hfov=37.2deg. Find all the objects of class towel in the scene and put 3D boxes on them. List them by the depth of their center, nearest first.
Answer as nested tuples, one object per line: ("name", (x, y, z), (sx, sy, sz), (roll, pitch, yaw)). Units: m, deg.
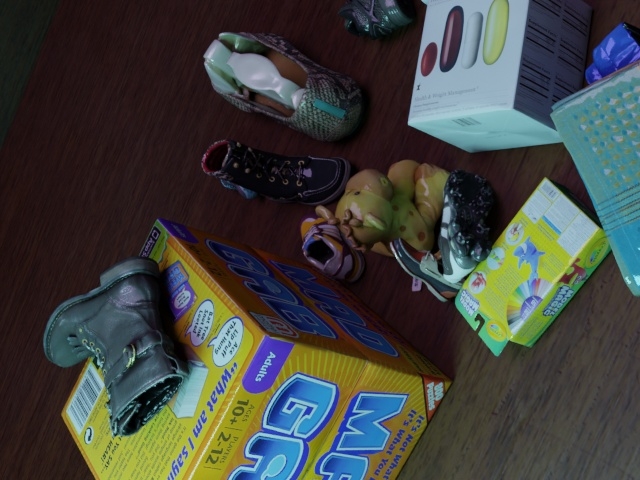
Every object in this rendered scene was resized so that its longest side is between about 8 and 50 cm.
("towel", (0.471, -0.113, 1.074), (0.370, 0.040, 0.271), (-28, 80, 38))

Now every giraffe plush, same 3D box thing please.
("giraffe plush", (0.089, -0.040, 1.446), (0.181, 0.171, 0.210), (-29, 55, 39))

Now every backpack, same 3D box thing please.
("backpack", (0.408, -0.199, 1.206), (0.101, 0.098, 0.120), (-51, 55, 36))

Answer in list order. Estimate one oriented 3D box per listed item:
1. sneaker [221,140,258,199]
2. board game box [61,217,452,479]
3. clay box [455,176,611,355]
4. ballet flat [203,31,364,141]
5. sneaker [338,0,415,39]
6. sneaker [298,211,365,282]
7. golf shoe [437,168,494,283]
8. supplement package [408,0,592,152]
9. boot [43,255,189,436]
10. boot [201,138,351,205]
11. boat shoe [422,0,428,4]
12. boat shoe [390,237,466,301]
("sneaker", (-0.161, -0.124, 1.869), (0.076, 0.065, 0.166), (-66, 33, 32))
("board game box", (-0.106, 0.236, 1.415), (0.356, 0.356, 0.356), (40, 106, 49))
("clay box", (0.284, 0.041, 1.281), (0.222, 0.053, 0.127), (-56, 39, 20))
("ballet flat", (-0.110, -0.312, 1.776), (0.483, 0.182, 0.164), (33, 102, 50))
("sneaker", (0.083, -0.450, 1.683), (0.130, 0.087, 0.227), (-28, 61, 32))
("sneaker", (0.000, 0.000, 1.601), (0.185, 0.084, 0.069), (44, 109, 48))
("golf shoe", (0.199, -0.023, 1.368), (0.198, 0.077, 0.094), (-74, 7, -48))
("supplement package", (0.255, -0.249, 1.355), (0.194, 0.149, 0.203), (-2, 75, 49))
("boot", (-0.288, 0.168, 1.301), (0.263, 0.091, 0.229), (-42, 47, 28))
("boot", (-0.080, -0.122, 1.667), (0.236, 0.179, 0.085), (-3, 73, 50))
("boat shoe", (0.198, -0.502, 1.586), (0.076, 0.080, 0.228), (-21, 53, 45))
("boat shoe", (0.155, 0.037, 1.372), (0.043, 0.137, 0.049), (-37, 28, 26))
